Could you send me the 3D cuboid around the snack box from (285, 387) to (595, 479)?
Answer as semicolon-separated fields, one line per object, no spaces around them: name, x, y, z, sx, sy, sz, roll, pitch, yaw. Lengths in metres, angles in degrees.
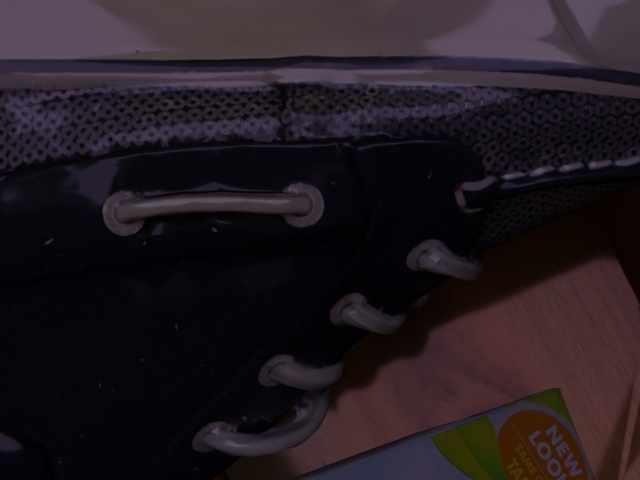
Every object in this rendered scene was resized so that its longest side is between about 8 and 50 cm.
snack box;0.010;0.152;0.396;0.207;0.070;0.174;-14;79;-40

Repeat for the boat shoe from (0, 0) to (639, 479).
boat shoe;0.000;0.000;0.460;0.340;0.127;0.158;1;93;3

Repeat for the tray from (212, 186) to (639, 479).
tray;0.040;0.043;0.537;0.203;0.076;0.411;-25;82;-4
